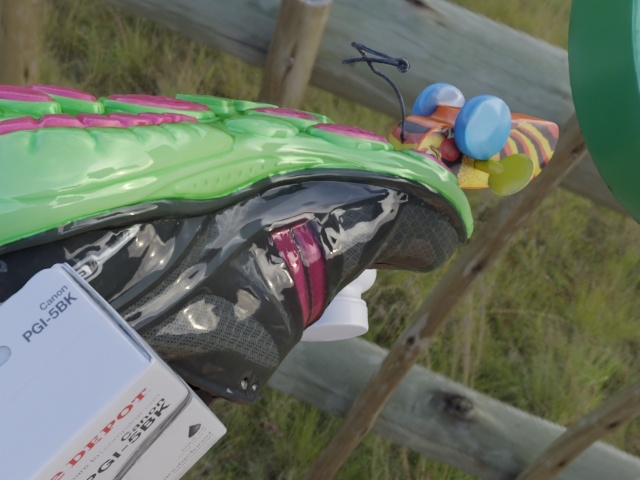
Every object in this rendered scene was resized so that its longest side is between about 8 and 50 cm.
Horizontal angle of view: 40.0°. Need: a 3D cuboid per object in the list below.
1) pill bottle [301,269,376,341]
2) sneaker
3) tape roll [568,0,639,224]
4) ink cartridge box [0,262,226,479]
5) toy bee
[{"bbox_3d":[0.000,0.000,0.892,0.108,0.108,0.193,3,71,-23],"label":"pill bottle"},{"bbox_3d":[-0.067,0.007,0.620,0.185,0.202,0.483,24,18,39],"label":"sneaker"},{"bbox_3d":[0.337,-0.139,0.640,0.321,0.077,0.321,-1,92,-18],"label":"tape roll"},{"bbox_3d":[-0.102,0.081,0.354,0.056,0.135,0.099,42,78,19],"label":"ink cartridge box"},{"bbox_3d":[0.129,-0.099,0.990,0.298,0.162,0.195,17,10,-17],"label":"toy bee"}]
